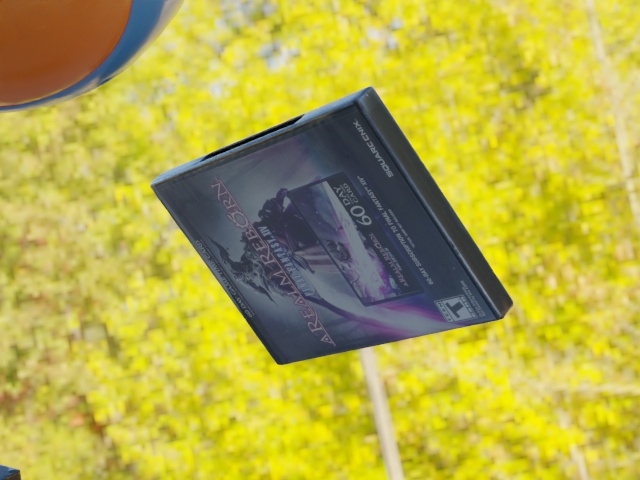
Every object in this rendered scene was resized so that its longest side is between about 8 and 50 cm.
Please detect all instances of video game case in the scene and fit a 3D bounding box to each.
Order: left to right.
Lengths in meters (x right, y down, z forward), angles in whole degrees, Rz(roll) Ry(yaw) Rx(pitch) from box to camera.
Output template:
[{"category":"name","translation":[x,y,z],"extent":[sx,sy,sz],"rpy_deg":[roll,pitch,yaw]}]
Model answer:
[{"category":"video game case","translation":[0.000,0.000,1.187],"extent":[0.274,0.196,0.026],"rpy_deg":[-17,22,49]}]

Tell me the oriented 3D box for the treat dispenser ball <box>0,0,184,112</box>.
[{"category":"treat dispenser ball","translation":[-0.213,-0.225,0.971],"extent":[0.288,0.288,0.288],"rpy_deg":[-11,-4,-1]}]

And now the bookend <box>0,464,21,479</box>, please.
[{"category":"bookend","translation":[-0.387,0.337,1.617],"extent":[0.072,0.157,0.156],"rpy_deg":[7,22,34]}]
